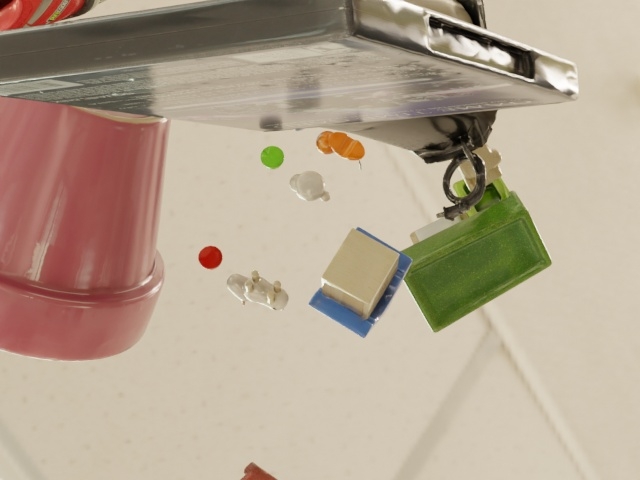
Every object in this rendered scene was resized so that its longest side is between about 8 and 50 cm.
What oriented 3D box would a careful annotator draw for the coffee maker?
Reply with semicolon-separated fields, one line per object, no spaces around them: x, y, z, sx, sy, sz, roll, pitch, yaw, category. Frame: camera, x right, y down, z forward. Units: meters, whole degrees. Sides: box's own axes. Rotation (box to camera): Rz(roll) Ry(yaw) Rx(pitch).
0.041;-0.117;1.027;0.178;0.120;0.171;5;-128;-44;coffee maker

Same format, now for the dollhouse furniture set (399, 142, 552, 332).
0.103;-0.090;1.531;0.301;0.151;0.197;59;-175;-33;dollhouse furniture set

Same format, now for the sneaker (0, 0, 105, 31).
-0.187;-0.215;0.854;0.118;0.279;0.107;-31;-116;-19;sneaker

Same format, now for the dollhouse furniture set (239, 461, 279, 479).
-0.129;0.432;1.563;0.374;0.152;0.201;-35;-31;-56;dollhouse furniture set

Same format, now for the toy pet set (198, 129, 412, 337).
0.000;0.000;0.912;0.114;0.065;0.122;30;-105;9;toy pet set

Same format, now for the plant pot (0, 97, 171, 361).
-0.199;-0.038;1.062;0.201;0.201;0.180;-4;-57;-48;plant pot

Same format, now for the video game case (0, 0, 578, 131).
-0.012;-0.079;0.678;0.274;0.196;0.026;-2;-91;-62;video game case
